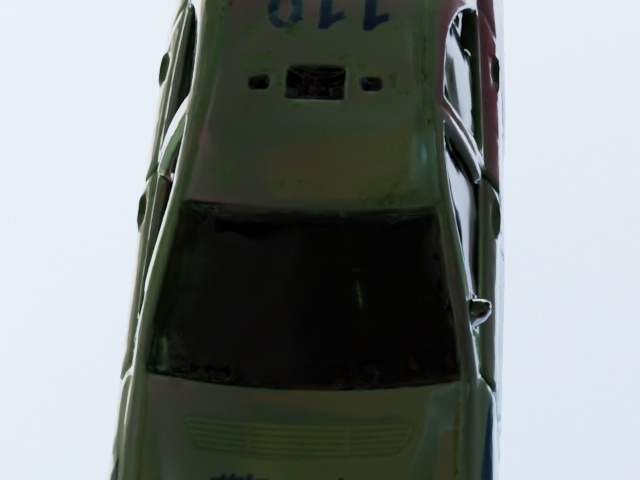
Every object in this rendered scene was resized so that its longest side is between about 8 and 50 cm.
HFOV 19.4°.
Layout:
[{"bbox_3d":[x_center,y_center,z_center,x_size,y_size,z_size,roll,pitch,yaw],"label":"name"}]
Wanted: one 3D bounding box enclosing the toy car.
[{"bbox_3d":[0.000,0.000,0.445,0.090,0.076,0.224,1,-125,4],"label":"toy car"}]
